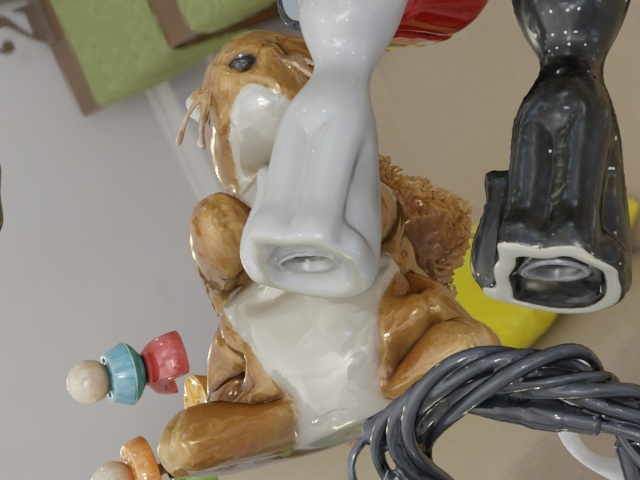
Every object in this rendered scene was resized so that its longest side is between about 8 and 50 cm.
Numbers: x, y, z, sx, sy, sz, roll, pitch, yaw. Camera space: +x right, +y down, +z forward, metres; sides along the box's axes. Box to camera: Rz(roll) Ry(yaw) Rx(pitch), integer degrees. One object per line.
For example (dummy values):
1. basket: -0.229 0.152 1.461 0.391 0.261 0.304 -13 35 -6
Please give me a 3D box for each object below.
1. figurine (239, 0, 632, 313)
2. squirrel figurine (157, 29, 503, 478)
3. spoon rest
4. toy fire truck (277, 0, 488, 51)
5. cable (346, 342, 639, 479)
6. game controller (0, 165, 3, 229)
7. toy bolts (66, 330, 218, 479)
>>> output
1. figurine: 0.066 -0.074 0.614 0.214 0.209 0.092 2 156 18
2. squirrel figurine: 0.000 0.000 1.042 0.397 0.281 0.370 28 -139 -68
3. spoon rest: 0.360 0.258 1.264 0.084 0.137 0.276 -53 47 14
4. toy fire truck: 0.102 -0.260 0.804 0.246 0.158 0.217 -4 89 48
5. cable: 0.114 0.118 0.534 0.184 0.047 0.150 33 124 -7
6. game controller: -0.436 0.009 1.006 0.166 0.319 0.067 -112 -1 -45
7. toy bolts: -0.237 0.226 1.462 0.228 0.158 0.218 65 151 28
